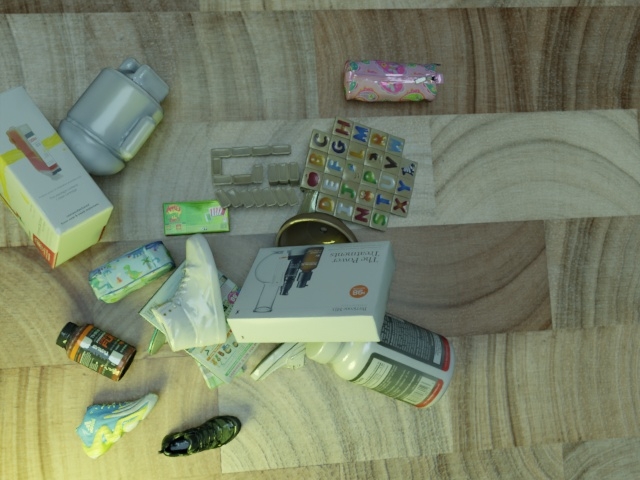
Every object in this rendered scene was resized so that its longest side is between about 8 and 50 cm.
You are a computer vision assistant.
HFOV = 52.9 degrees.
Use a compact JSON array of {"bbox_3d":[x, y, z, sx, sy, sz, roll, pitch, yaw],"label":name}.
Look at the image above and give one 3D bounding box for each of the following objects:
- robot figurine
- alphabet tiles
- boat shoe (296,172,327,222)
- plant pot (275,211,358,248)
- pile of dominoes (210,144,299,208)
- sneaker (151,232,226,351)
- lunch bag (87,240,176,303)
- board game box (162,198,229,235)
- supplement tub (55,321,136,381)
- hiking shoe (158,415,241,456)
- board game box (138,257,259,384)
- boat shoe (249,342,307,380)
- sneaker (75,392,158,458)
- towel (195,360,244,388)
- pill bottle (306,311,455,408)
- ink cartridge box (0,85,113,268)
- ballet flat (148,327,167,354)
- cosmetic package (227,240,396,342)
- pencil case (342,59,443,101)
[{"bbox_3d":[-0.567,-0.322,1.746,0.300,0.200,0.353,31,81,37],"label":"robot figurine"},{"bbox_3d":[0.117,-0.191,1.860,0.343,0.011,0.285,15,83,-19],"label":"alphabet tiles"},{"bbox_3d":[-0.025,-0.145,1.861,0.072,0.068,0.190,16,82,11],"label":"boat shoe"},{"bbox_3d":[0.000,0.000,1.800,0.237,0.237,0.109,23,43,-4],"label":"plant pot"},{"bbox_3d":[-0.187,-0.177,1.851,0.251,0.040,0.196,-3,70,-3],"label":"pile of dominoes"},{"bbox_3d":[-0.346,0.133,1.634,0.169,0.108,0.292,-10,87,-24],"label":"sneaker"},{"bbox_3d":[-0.505,0.087,1.736,0.219,0.176,0.090,-28,84,-9],"label":"lunch bag"},{"bbox_3d":[-0.352,-0.064,1.827,0.181,0.043,0.092,-4,85,-7],"label":"board game box"},{"bbox_3d":[-0.609,0.295,1.742,0.198,0.106,0.106,27,83,-4],"label":"supplement tub"},{"bbox_3d":[-0.323,0.543,1.747,0.227,0.114,0.086,-19,88,-7],"label":"hiking shoe"},{"bbox_3d":[-0.302,0.207,1.747,0.303,0.097,0.224,42,72,-9],"label":"board game box"},{"bbox_3d":[-0.074,0.316,1.805,0.267,0.096,0.088,-38,90,-18],"label":"boat shoe"},{"bbox_3d":[-0.560,0.472,1.741,0.240,0.091,0.126,-41,90,-7],"label":"sneaker"},{"bbox_3d":[-0.295,0.328,1.813,0.113,0.023,0.152,-26,89,-7],"label":"towel"},{"bbox_3d":[0.160,0.299,1.741,0.363,0.210,0.210,24,83,-14],"label":"pill bottle"},{"bbox_3d":[-0.731,-0.155,1.662,0.160,0.279,0.384,-36,89,-31],"label":"ink cartridge box"},{"bbox_3d":[-0.420,0.219,1.785,0.068,0.072,0.213,14,84,-9],"label":"ballet flat"},{"bbox_3d":[-0.015,0.130,1.652,0.377,0.284,0.097,-4,129,19],"label":"cosmetic package"},{"bbox_3d":[0.208,-0.465,1.879,0.284,0.124,0.124,1,85,-5],"label":"pencil case"}]
